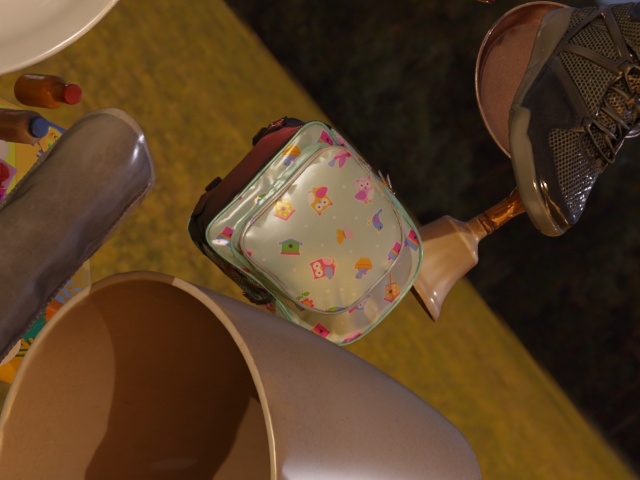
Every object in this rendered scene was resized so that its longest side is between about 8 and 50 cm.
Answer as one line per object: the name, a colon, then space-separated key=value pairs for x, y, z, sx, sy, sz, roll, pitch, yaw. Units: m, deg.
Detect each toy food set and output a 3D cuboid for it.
toy food set: x=-0.394 y=-0.150 z=1.823 sx=0.232 sy=0.111 sz=0.104 roll=5 pitch=3 yaw=-43

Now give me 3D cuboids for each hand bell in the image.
hand bell: x=0.194 y=-0.026 z=1.824 sx=0.126 sy=0.242 sz=0.126 roll=56 pitch=-1 yaw=1

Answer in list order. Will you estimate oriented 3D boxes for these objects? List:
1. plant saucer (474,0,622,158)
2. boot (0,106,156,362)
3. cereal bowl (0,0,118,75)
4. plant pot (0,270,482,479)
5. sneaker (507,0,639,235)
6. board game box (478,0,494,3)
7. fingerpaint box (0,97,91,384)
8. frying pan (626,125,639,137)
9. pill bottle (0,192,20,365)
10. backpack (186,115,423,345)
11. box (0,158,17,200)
plant saucer: x=0.209 y=-0.135 z=1.474 sx=0.168 sy=0.168 sz=0.029 roll=51 pitch=-25 yaw=-10
boot: x=-0.155 y=0.014 z=0.795 sx=0.076 sy=0.208 sz=0.189 roll=47 pitch=-25 yaw=-3
cereal bowl: x=-0.293 y=-0.301 z=1.246 sx=0.339 sy=0.339 sz=0.141 roll=49 pitch=0 yaw=-26
plant pot: x=-0.026 y=0.164 z=1.035 sx=0.274 sy=0.256 sz=0.256 roll=12 pitch=37 yaw=-46
sneaker: x=0.222 y=-0.105 z=1.237 sx=0.087 sy=0.130 sz=0.227 roll=55 pitch=41 yaw=-33
board game box: x=0.008 y=-0.253 z=1.362 sx=0.281 sy=0.027 sz=0.145 roll=10 pitch=9 yaw=-42
fingerpaint box: x=-0.523 y=-0.040 z=2.263 sx=0.371 sy=0.163 sz=0.445 roll=26 pitch=30 yaw=-29
frying pan: x=0.361 y=-0.158 z=1.905 sx=0.326 sy=0.053 sz=0.197 roll=40 pitch=31 yaw=7
pill bottle: x=-0.411 y=0.040 z=1.883 sx=0.124 sy=0.124 sz=0.221 roll=43 pitch=22 yaw=-50
backpack: x=0.000 y=0.000 z=1.452 sx=0.188 sy=0.166 sz=0.144 roll=47 pitch=-10 yaw=-25
box: x=-0.447 y=-0.054 z=1.446 sx=0.293 sy=0.201 sz=0.057 roll=34 pitch=-19 yaw=-26
